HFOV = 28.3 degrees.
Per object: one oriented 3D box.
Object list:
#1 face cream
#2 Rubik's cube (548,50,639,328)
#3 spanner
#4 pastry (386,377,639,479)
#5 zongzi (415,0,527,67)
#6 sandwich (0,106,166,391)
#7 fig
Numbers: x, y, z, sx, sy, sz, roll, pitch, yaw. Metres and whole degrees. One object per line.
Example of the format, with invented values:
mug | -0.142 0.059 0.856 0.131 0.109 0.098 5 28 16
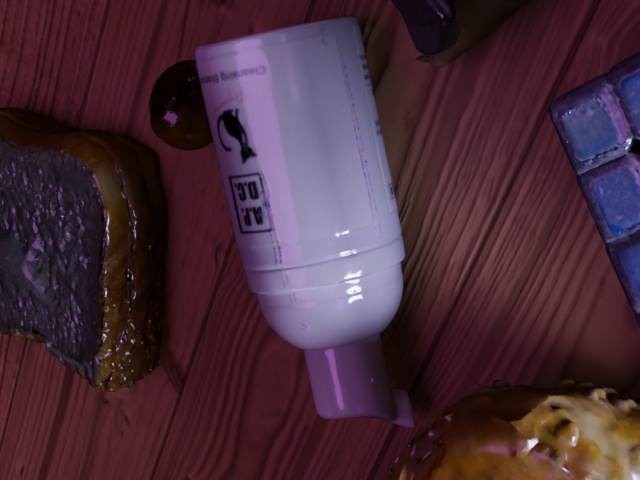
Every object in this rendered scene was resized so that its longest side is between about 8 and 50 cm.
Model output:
face cream | 0.000 0.000 1.106 0.145 0.145 0.369 -7 98 43
Rubik's cube | 0.318 -0.036 0.741 0.237 0.238 0.237 -25 84 46
spanner | 0.026 -0.223 1.007 0.325 0.026 0.093 46 161 55
pastry | 0.199 0.241 0.993 0.255 0.162 0.311 -28 94 33
zongzi | 0.059 -0.425 0.876 0.500 0.218 0.467 61 143 11
sandwich | -0.299 0.000 1.410 0.301 0.099 0.271 17 114 39
fig | -0.130 -0.124 1.239 0.084 0.082 0.098 58 162 19
